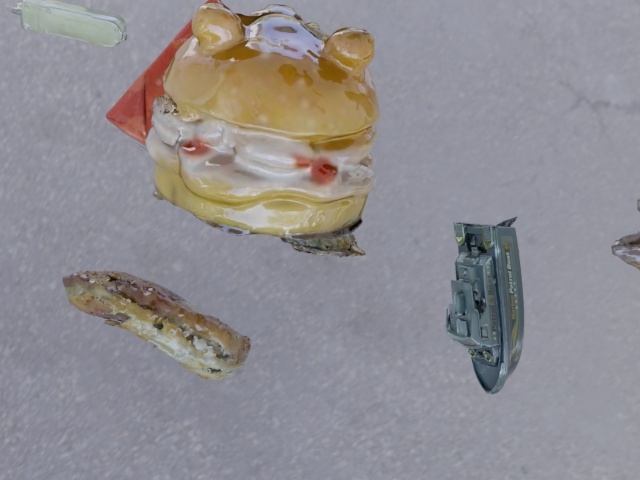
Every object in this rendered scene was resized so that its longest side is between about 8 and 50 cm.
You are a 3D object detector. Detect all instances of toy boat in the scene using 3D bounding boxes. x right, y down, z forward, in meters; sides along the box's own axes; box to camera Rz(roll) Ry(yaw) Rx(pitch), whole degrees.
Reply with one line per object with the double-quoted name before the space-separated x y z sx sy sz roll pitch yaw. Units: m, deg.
"toy boat" 0.274 0.112 1.907 0.122 0.114 0.296 -7 97 -27

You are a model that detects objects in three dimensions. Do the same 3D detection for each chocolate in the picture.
"chocolate" -0.150 -0.193 1.674 0.108 0.235 0.237 44 2 37

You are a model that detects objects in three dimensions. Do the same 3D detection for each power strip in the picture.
"power strip" -0.372 -0.322 1.691 0.191 0.047 0.030 14 38 6

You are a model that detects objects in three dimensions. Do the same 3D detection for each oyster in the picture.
"oyster" 0.000 0.000 1.758 0.132 0.029 0.086 39 62 6

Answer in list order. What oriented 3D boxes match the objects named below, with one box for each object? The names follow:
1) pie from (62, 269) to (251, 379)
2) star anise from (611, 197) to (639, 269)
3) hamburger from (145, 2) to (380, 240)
"pie" -0.226 0.112 1.614 0.308 0.308 0.085 29 85 -12
"star anise" 0.506 0.026 1.377 0.292 0.109 0.349 40 46 2
"hamburger" -0.060 -0.149 1.300 0.276 0.236 0.276 8 25 -3
